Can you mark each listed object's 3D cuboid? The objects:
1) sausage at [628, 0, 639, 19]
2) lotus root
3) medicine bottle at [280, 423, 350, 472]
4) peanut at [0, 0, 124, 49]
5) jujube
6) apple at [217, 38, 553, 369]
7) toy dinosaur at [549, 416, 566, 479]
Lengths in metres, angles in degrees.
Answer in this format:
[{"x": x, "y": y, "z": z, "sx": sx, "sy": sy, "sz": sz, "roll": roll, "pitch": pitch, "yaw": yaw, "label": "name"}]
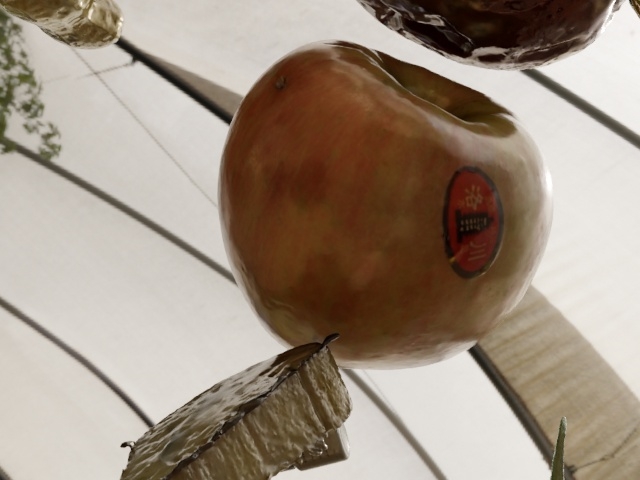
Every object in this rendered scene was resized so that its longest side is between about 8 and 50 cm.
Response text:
[{"x": 0.358, "y": -0.218, "z": 0.430, "sx": 0.347, "sy": 0.123, "sz": 0.123, "roll": -13, "pitch": -116, "yaw": 24, "label": "sausage"}, {"x": -0.086, "y": 0.173, "z": 0.592, "sx": 0.170, "sy": 0.261, "sz": 0.074, "roll": -17, "pitch": -80, "yaw": 51, "label": "lotus root"}, {"x": -0.021, "y": 0.348, "z": 1.169, "sx": 0.130, "sy": 0.080, "sz": 0.080, "roll": -17, "pitch": -125, "yaw": 8, "label": "medicine bottle"}, {"x": -0.389, "y": -0.368, "z": 1.043, "sx": 0.125, "sy": 0.274, "sz": 0.111, "roll": -10, "pitch": -95, "yaw": 13, "label": "peanut"}, {"x": 0.193, "y": -0.367, "z": 0.856, "sx": 0.377, "sy": 0.276, "sz": 0.276, "roll": 33, "pitch": -69, "yaw": 25, "label": "jujube"}, {"x": 0.070, "y": -0.032, "z": 0.811, "sx": 0.346, "sy": 0.392, "sz": 0.391, "roll": -66, "pitch": -149, "yaw": 30, "label": "apple"}, {"x": 0.081, "y": 0.112, "z": 0.254, "sx": 0.062, "sy": 0.021, "sz": 0.083, "roll": 102, "pitch": 1, "yaw": -65, "label": "toy dinosaur"}]
